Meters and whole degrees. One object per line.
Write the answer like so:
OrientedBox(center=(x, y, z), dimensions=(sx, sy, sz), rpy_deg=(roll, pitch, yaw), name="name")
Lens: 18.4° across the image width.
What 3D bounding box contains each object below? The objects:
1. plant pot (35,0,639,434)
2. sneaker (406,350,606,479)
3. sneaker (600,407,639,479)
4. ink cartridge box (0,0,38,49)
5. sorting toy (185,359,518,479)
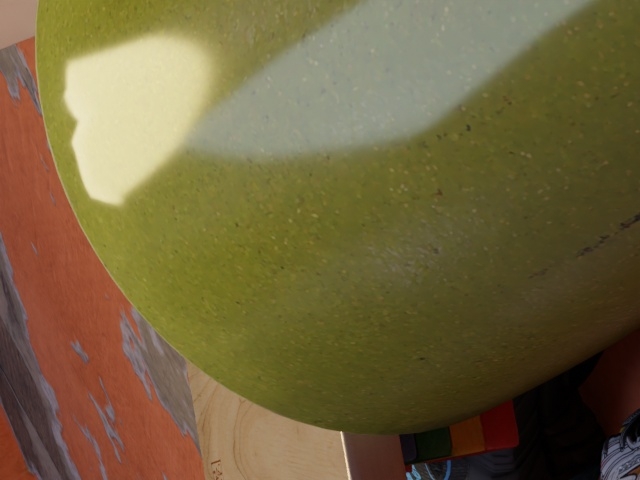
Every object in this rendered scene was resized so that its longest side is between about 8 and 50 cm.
OrientedBox(center=(0.088, -0.089, 0.667), dimensions=(0.293, 0.274, 0.275), rpy_deg=(-22, 92, 56), name="plant pot")
OrientedBox(center=(0.071, 0.052, 1.001), dimensions=(0.139, 0.125, 0.341), rpy_deg=(33, 149, 22), name="sneaker")
OrientedBox(center=(0.166, 0.105, 0.909), dimensions=(0.093, 0.088, 0.225), rpy_deg=(57, 160, 32), name="sneaker")
OrientedBox(center=(-0.374, -0.284, 1.808), dimensions=(0.278, 0.201, 0.117), rpy_deg=(52, 159, 36), name="ink cartridge box")
OrientedBox(center=(0.000, 0.000, 0.911), dimensions=(0.257, 0.089, 0.255), rpy_deg=(144, 117, -72), name="sorting toy")
